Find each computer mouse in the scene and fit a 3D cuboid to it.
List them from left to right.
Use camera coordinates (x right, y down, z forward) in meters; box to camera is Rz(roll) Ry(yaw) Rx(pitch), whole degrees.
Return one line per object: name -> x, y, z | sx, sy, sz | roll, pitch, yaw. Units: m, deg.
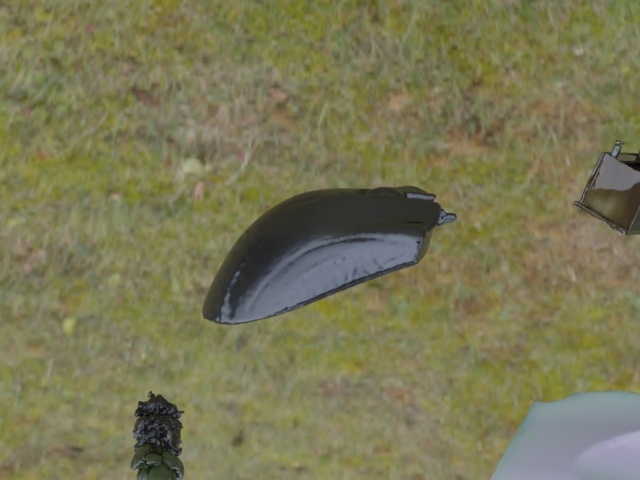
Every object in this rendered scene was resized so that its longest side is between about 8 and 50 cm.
computer mouse -> 0.000, 0.000, 1.351 | 0.264, 0.147, 0.088 | -18, 108, 1

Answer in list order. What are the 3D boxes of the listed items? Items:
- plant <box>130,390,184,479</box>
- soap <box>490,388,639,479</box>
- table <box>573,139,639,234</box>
plant -> -0.215, 0.276, 1.849 | 0.087, 0.174, 0.085 | -29, 124, 10
soap -> 0.278, 0.196, 0.866 | 0.347, 0.115, 0.208 | 8, 147, 42
table -> 0.332, -0.058, 1.487 | 0.083, 0.070, 0.082 | -2, 120, -48
